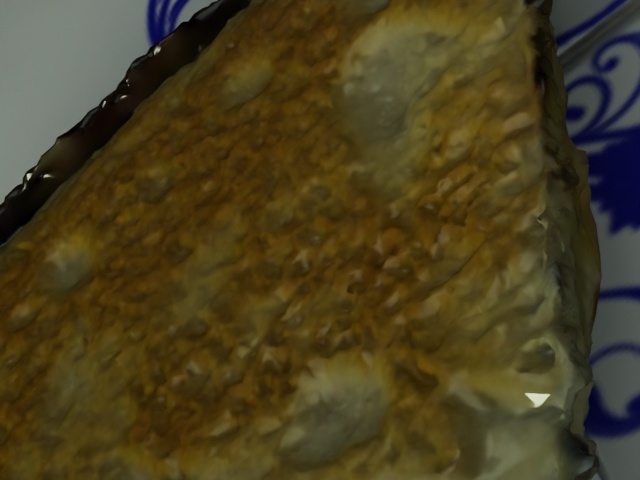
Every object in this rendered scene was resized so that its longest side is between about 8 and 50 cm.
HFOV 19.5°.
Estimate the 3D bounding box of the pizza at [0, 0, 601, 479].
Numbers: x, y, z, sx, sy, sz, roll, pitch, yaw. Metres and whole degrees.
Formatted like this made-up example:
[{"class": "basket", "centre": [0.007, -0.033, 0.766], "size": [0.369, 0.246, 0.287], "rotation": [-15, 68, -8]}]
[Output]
[{"class": "pizza", "centre": [-0.014, -0.015, 0.789], "size": [0.435, 0.080, 0.392], "rotation": [2, 59, 44]}]
